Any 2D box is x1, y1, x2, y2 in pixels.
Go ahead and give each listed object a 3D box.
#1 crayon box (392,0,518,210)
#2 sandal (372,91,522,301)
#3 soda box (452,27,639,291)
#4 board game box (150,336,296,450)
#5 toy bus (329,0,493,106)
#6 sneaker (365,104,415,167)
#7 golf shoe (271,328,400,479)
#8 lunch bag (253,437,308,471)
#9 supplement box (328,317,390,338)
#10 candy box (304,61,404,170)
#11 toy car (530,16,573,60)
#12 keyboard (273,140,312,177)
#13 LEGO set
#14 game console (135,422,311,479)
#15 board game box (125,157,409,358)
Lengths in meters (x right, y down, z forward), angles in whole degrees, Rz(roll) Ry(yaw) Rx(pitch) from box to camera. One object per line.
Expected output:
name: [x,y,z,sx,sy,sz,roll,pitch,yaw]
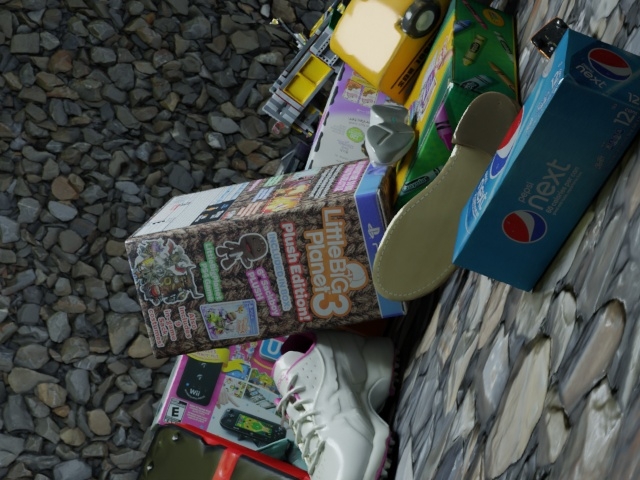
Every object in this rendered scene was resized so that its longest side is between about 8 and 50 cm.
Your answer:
crayon box: [0.155,-0.153,1.609,0.278,0.081,0.165,-79,11,-60]
sandal: [0.146,-0.038,1.449,0.240,0.088,0.079,-61,-25,11]
soda box: [0.177,-0.058,1.092,0.067,0.071,0.210,-75,8,-46]
board game box: [-0.102,0.181,2.152,0.097,0.224,0.303,123,167,-70]
toy bus: [0.155,-0.334,1.737,0.333,0.108,0.130,-53,-35,10]
sneaker: [0.076,-0.104,1.558,0.152,0.053,0.061,-76,-7,-69]
golf shoe: [0.005,0.196,1.498,0.306,0.140,0.115,-82,15,-61]
lunch bag: [-0.112,0.396,1.807,0.262,0.160,0.223,-65,2,-42]
supplement box: [0.042,0.090,1.851,0.233,0.080,0.078,130,163,-82]
candy box: [0.074,-0.117,1.834,0.070,0.164,0.196,119,171,-62]
toy car: [0.243,-0.200,1.271,0.122,0.060,0.040,-53,-41,-7]
keyboard: [0.000,0.000,1.944,0.317,0.033,0.202,30,-96,-58]
LEGO set: [0.041,-0.230,2.146,0.192,0.255,0.331,-49,21,23]
game console: [-0.143,0.418,1.575,0.342,0.060,0.387,11,75,50]
board game box: [-0.046,0.012,1.623,0.232,0.291,0.141,-61,-41,-74]
